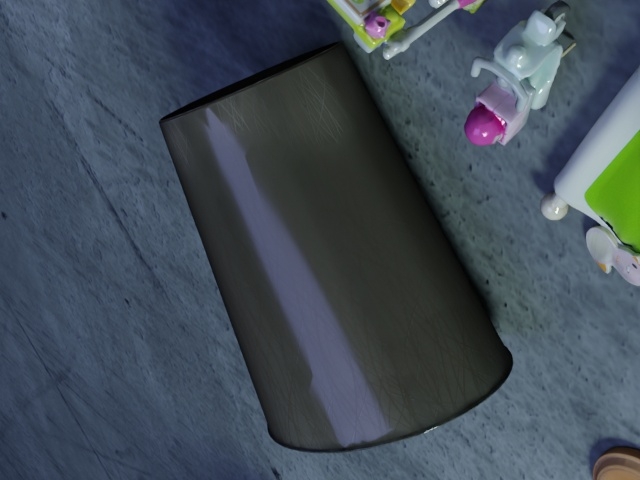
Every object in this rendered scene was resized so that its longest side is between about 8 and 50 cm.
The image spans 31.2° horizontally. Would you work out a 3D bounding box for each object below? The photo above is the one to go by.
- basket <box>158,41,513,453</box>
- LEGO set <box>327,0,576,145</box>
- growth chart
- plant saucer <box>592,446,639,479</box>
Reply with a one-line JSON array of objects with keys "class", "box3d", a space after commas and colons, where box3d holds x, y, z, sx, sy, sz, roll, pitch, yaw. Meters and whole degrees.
[{"class": "basket", "box3d": [0.000, 0.000, 0.742, 0.204, 0.154, 0.227, -4, 112, 57]}, {"class": "LEGO set", "box3d": [-0.005, -0.156, 0.601, 0.287, 0.107, 0.132, 37, 150, 24]}, {"class": "growth chart", "box3d": [0.214, 0.016, 0.558, 0.237, 0.021, 0.172, 45, 151, 22]}, {"class": "plant saucer", "box3d": [0.208, 0.170, 0.732, 0.083, 0.013, 0.083, 37, 146, 30]}]
